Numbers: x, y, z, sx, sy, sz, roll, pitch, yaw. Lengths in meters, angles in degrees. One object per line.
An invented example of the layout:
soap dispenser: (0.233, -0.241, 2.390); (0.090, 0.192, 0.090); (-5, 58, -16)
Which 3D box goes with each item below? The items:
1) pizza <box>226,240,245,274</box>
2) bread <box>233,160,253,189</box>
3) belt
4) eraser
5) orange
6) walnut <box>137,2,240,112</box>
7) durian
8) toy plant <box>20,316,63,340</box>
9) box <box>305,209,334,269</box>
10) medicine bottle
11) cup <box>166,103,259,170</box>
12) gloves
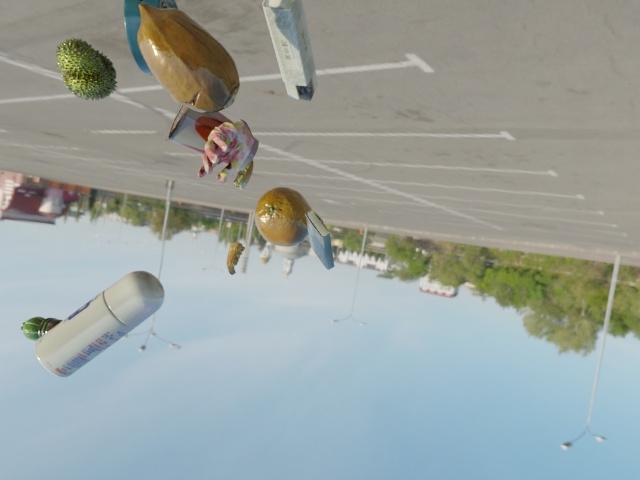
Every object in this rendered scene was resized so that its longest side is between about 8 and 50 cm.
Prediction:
pizza: (-0.350, 0.057, 2.020); (0.041, 0.130, 0.178); (22, -156, -24)
bread: (-0.330, -0.258, 2.081); (0.054, 0.154, 0.136); (28, 146, -4)
belt: (-0.690, -0.865, 2.066); (0.173, 0.299, 0.436); (3, 172, 1)
eraser: (-0.090, -0.635, 1.622); (0.097, 0.098, 0.403); (13, 158, 15)
orange: (-0.152, -0.099, 2.032); (0.265, 0.263, 0.264); (10, 180, 0)
walnut: (-0.364, -0.492, 1.321); (0.336, 0.209, 0.209); (48, 166, -19)
durian: (-1.055, -0.756, 2.186); (0.225, 0.291, 0.291); (-32, 172, 10)
toy plant: (-0.993, 0.319, 1.756); (0.163, 0.092, 0.093); (6, 179, 11)
box: (0.000, 0.000, 1.524); (0.036, 0.115, 0.177); (-26, 145, -12)
medicine bottle: (-0.564, 0.208, 1.285); (0.130, 0.341, 0.130); (54, 180, -1)
cup: (-0.378, -0.378, 1.763); (0.289, 0.202, 0.203); (27, 171, -28)
gloves: (-0.326, -0.292, 1.614); (0.126, 0.241, 0.145); (39, 154, 20)
